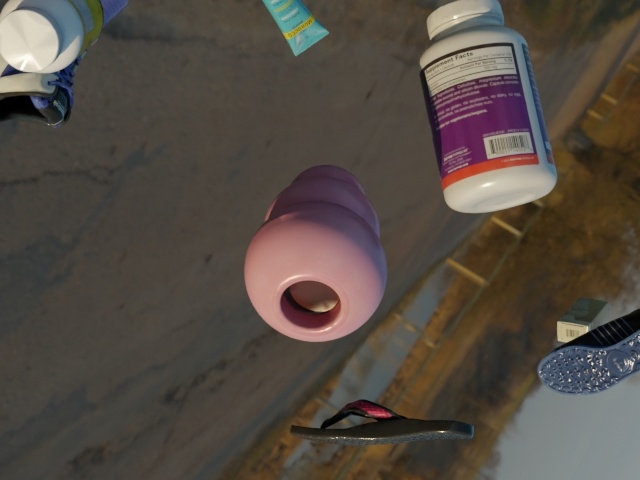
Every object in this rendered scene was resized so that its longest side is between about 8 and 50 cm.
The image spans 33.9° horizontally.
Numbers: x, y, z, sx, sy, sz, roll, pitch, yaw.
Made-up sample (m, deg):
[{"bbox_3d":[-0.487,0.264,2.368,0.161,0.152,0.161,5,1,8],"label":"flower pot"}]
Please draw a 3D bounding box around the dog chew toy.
[{"bbox_3d":[0.000,0.000,1.581,0.331,0.207,0.206,-81,-166,-57],"label":"dog chew toy"}]

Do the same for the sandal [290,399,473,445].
[{"bbox_3d":[0.057,0.170,0.994,0.067,0.179,0.040,30,55,-61],"label":"sandal"}]

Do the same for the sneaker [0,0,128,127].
[{"bbox_3d":[-0.414,-0.275,1.631,0.316,0.182,0.127,-35,161,-11],"label":"sneaker"}]

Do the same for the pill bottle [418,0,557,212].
[{"bbox_3d":[0.262,-0.216,1.693,0.181,0.182,0.322,61,19,-78],"label":"pill bottle"}]

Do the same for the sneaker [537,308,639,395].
[{"bbox_3d":[0.422,0.152,1.488,0.232,0.081,0.090,-24,-176,36],"label":"sneaker"}]

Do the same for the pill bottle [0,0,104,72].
[{"bbox_3d":[-0.338,-0.266,1.306,0.184,0.103,0.103,-83,-161,-67],"label":"pill bottle"}]

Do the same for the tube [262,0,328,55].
[{"bbox_3d":[-0.065,-0.444,2.013,0.080,0.052,0.207,-30,137,11],"label":"tube"}]

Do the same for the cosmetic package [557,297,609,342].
[{"bbox_3d":[0.481,0.147,1.922,0.115,0.060,0.041,-34,124,-51],"label":"cosmetic package"}]
